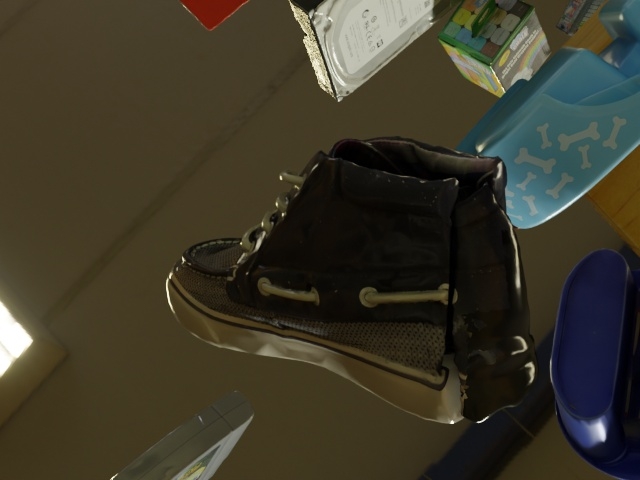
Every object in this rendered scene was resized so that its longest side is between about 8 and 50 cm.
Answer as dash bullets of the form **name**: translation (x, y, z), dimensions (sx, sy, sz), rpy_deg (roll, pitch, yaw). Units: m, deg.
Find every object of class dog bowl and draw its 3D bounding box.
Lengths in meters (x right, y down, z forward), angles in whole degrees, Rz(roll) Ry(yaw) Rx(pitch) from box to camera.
- **dog bowl**: translation (0.212, -0.125, 0.598), dimensions (0.074, 0.166, 0.297), rpy_deg (44, -74, -4)

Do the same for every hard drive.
- **hard drive**: translation (0.117, -0.420, 1.448), dimensions (0.339, 0.237, 0.064), rpy_deg (-41, -120, -10)

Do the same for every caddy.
- **caddy**: translation (0.466, 0.173, 1.237), dimensions (0.241, 0.179, 0.341), rpy_deg (2, -122, 28)

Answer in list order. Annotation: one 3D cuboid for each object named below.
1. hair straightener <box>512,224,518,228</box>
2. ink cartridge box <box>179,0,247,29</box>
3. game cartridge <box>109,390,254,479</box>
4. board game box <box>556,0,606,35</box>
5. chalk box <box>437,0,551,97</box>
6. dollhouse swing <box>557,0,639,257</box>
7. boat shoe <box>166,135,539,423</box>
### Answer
- **hair straightener**: translation (0.365, -0.097, 1.421), dimensions (0.230, 0.089, 0.047), rpy_deg (-48, -123, 41)
- **ink cartridge box**: translation (-0.123, -0.513, 1.154), dimensions (0.385, 0.308, 0.091), rpy_deg (-49, -169, -31)
- **game cartridge**: translation (-0.212, 0.316, 1.100), dimensions (0.060, 0.196, 0.294), rpy_deg (41, -135, 16)
- **board game box**: translation (0.486, -0.396, 1.296), dimensions (0.194, 0.194, 0.060), rpy_deg (8, -154, -10)
- **chalk box**: translation (0.313, -0.371, 1.552), dimensions (0.132, 0.213, 0.132), rpy_deg (39, -88, 32)
- **dollhouse swing**: translation (0.439, -0.158, 1.156), dimensions (0.315, 0.347, 0.305), rpy_deg (-47, -165, 2)
- **boat shoe**: translation (0.000, 0.000, 0.607), dimensions (0.340, 0.158, 0.127), rpy_deg (11, -154, 43)
